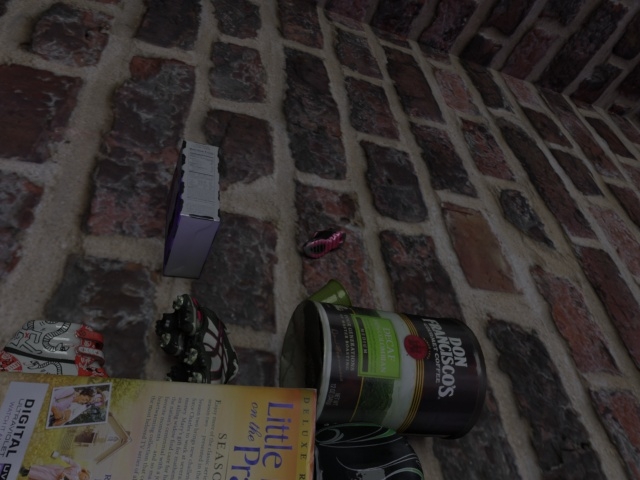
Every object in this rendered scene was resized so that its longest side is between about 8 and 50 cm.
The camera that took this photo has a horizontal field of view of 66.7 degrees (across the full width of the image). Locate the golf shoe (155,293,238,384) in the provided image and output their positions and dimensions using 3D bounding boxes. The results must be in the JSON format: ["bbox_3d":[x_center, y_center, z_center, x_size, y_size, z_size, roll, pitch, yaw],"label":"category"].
[{"bbox_3d":[-0.165,0.191,0.709,0.120,0.105,0.273,34,20,-34],"label":"golf shoe"}]

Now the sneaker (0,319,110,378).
[{"bbox_3d":[-0.310,0.200,0.667,0.270,0.090,0.145,21,46,-6],"label":"sneaker"}]

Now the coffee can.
[{"bbox_3d":[0.093,0.213,0.792,0.275,0.201,0.201,10,46,-20],"label":"coffee can"}]

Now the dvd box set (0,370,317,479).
[{"bbox_3d":[-0.218,0.298,0.498,0.420,0.062,0.308,3,58,-2],"label":"dvd box set"}]

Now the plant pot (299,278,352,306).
[{"bbox_3d":[0.006,0.126,0.925,0.079,0.083,0.083,-23,63,-26],"label":"plant pot"}]

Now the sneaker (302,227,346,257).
[{"bbox_3d":[0.000,0.000,1.066,0.119,0.047,0.057,-19,42,-41],"label":"sneaker"}]

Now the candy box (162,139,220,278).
[{"bbox_3d":[-0.238,-0.057,0.893,0.070,0.165,0.196,9,46,-23],"label":"candy box"}]

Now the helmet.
[{"bbox_3d":[0.056,0.316,0.629,0.161,0.169,0.169,8,47,-13],"label":"helmet"}]
